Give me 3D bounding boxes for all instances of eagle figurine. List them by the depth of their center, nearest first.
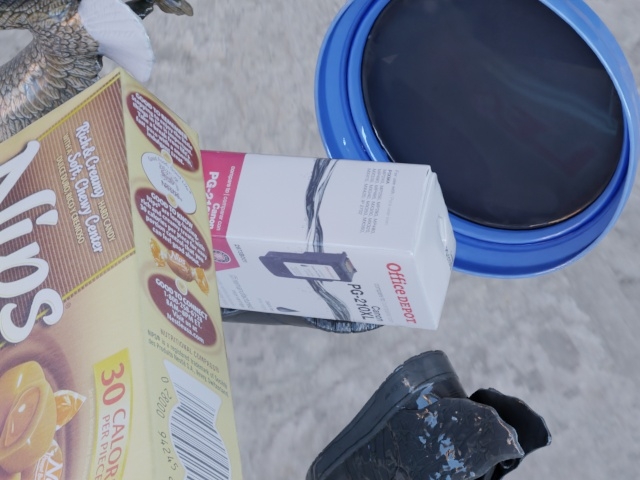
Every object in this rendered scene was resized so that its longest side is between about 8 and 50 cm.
[{"bbox_3d":[-0.278,-0.198,1.500,0.298,0.225,0.226,-26,77,3],"label":"eagle figurine"}]

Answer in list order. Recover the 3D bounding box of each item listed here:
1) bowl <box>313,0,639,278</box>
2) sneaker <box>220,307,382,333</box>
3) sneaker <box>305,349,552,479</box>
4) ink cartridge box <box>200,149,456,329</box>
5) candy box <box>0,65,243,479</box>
[{"bbox_3d":[0.179,-0.141,1.773,0.391,0.077,0.391,17,128,23],"label":"bowl"},{"bbox_3d":[-0.046,0.056,1.865,0.286,0.130,0.109,7,82,-2],"label":"sneaker"},{"bbox_3d":[0.055,0.127,0.865,0.051,0.089,0.170,-7,143,-41],"label":"sneaker"},{"bbox_3d":[0.000,0.000,1.531,0.237,0.172,0.100,5,64,16],"label":"ink cartridge box"},{"bbox_3d":[-0.150,0.069,0.904,0.183,0.316,0.087,-29,135,20],"label":"candy box"}]
